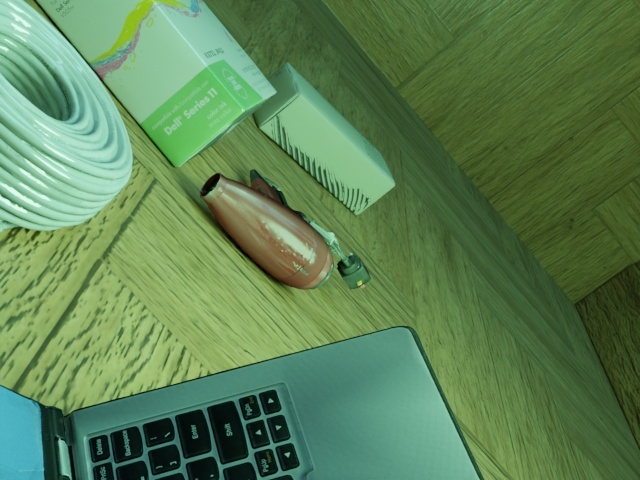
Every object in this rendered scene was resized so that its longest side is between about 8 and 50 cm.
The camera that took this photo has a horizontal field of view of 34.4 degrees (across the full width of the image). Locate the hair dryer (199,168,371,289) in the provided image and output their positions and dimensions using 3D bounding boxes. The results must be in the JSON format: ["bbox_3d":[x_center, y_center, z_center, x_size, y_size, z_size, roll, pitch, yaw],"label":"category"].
[{"bbox_3d":[-0.066,-0.019,1.311,0.224,0.080,0.293,41,4,23],"label":"hair dryer"}]

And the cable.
[{"bbox_3d":[-0.270,-0.124,0.869,0.257,0.089,0.257,55,16,10],"label":"cable"}]

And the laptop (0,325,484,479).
[{"bbox_3d":[-0.083,0.161,0.519,0.236,0.408,0.382,85,-12,-45],"label":"laptop"}]

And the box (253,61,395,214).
[{"bbox_3d":[0.005,-0.169,1.764,0.275,0.094,0.113,40,19,-36],"label":"box"}]

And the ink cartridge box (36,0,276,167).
[{"bbox_3d":[-0.225,-0.278,1.292,0.353,0.119,0.207,50,16,-6],"label":"ink cartridge box"}]

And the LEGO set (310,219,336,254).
[{"bbox_3d":[0.001,0.001,1.515,0.054,0.023,0.083,51,2,-13],"label":"LEGO set"}]
